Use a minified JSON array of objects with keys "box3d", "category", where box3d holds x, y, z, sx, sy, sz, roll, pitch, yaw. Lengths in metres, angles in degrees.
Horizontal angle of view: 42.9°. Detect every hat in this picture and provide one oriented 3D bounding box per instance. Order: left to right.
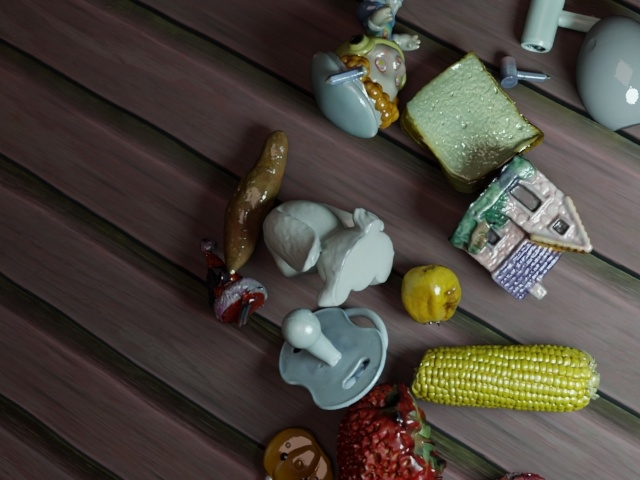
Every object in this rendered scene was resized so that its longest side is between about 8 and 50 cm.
[{"box3d":[-0.216,0.082,1.840,0.129,0.140,0.227,-32,67,-8],"category":"hat"}]

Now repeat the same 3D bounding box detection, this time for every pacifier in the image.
[{"box3d":[0.008,0.212,1.709,0.238,0.226,0.287,-51,42,-7],"category":"pacifier"}]

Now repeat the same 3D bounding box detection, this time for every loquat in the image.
[{"box3d":[0.235,0.116,1.746,0.137,0.113,0.137,0,105,-1],"category":"loquat"}]

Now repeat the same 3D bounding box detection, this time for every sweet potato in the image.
[{"box3d":[-0.156,-0.084,1.841,0.095,0.106,0.355,24,76,-19],"category":"sweet potato"}]

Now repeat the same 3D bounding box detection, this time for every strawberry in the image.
[{"box3d":[0.121,0.435,1.674,0.257,0.261,0.261,-22,82,12],"category":"strawberry"}]

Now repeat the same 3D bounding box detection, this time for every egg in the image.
[{"box3d":[0.613,-0.344,1.667,0.176,0.176,0.232,-10,86,11],"category":"egg"}]

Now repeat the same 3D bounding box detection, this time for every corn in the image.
[{"box3d":[0.379,0.281,1.688,0.387,0.144,0.144,2,86,10],"category":"corn"}]

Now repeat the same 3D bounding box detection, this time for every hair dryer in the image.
[{"box3d":[0.447,-0.364,1.774,0.114,0.037,0.063,6,61,-4],"category":"hair dryer"},{"box3d":[0.560,-0.456,1.753,0.236,0.073,0.131,14,90,3],"category":"hair dryer"}]

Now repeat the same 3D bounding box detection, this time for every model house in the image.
[{"box3d":[0.425,-0.014,1.668,0.237,0.202,0.237,42,95,12],"category":"model house"}]

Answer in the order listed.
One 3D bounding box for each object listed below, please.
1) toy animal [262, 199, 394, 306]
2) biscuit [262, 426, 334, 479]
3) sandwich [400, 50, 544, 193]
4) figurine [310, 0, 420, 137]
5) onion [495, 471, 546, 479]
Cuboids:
[{"box3d":[0.000,0.000,1.761,0.265,0.271,0.206,25,120,34],"category":"toy animal"},{"box3d":[-0.059,0.506,1.806,0.170,0.050,0.170,-1,85,12],"category":"biscuit"},{"box3d":[0.321,-0.247,1.763,0.226,0.087,0.251,-38,78,-2],"category":"sandwich"},{"box3d":[0.108,-0.411,1.804,0.205,0.224,0.382,9,62,33],"category":"figurine"},{"box3d":[0.417,0.566,1.658,0.183,0.147,0.184,0,96,0],"category":"onion"}]
